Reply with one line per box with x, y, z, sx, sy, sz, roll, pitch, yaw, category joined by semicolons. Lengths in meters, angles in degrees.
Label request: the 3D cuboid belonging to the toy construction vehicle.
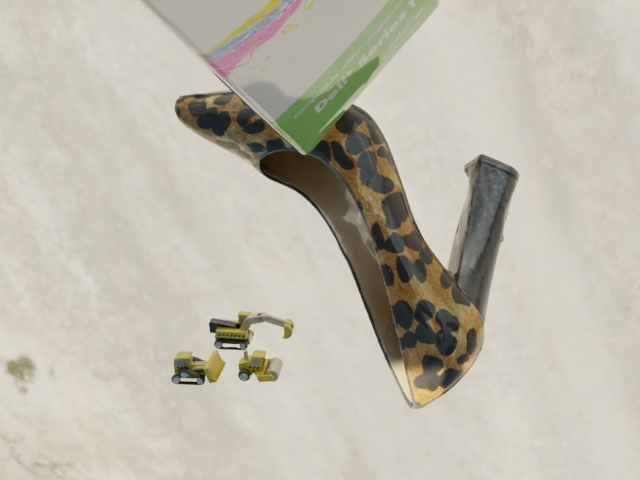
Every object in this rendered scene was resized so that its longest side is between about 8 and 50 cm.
-0.079;0.097;0.842;0.098;0.086;0.035;1;117;14;toy construction vehicle

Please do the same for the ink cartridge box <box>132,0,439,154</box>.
-0.080;-0.180;0.359;0.207;0.119;0.353;44;-177;16;ink cartridge box

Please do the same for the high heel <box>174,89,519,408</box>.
0.000;0.000;0.648;0.261;0.186;0.093;17;166;0;high heel
